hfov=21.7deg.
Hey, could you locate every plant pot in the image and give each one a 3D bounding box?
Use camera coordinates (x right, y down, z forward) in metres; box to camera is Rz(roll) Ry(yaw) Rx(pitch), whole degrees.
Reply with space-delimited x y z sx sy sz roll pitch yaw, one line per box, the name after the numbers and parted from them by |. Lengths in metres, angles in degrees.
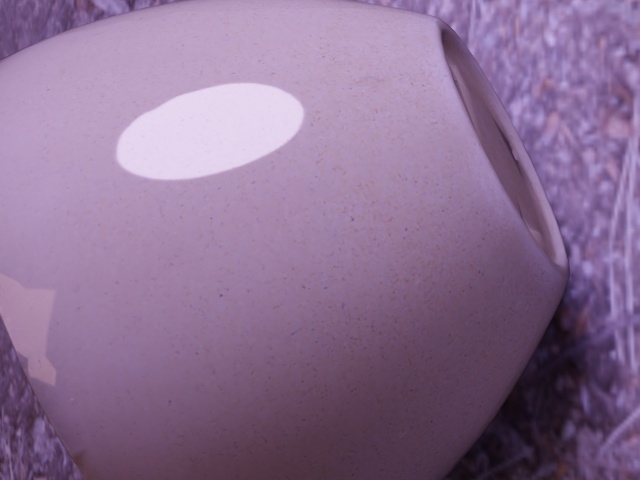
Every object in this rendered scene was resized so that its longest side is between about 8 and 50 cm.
0.000 0.000 0.762 0.191 0.284 0.284 -27 67 16 | plant pot
